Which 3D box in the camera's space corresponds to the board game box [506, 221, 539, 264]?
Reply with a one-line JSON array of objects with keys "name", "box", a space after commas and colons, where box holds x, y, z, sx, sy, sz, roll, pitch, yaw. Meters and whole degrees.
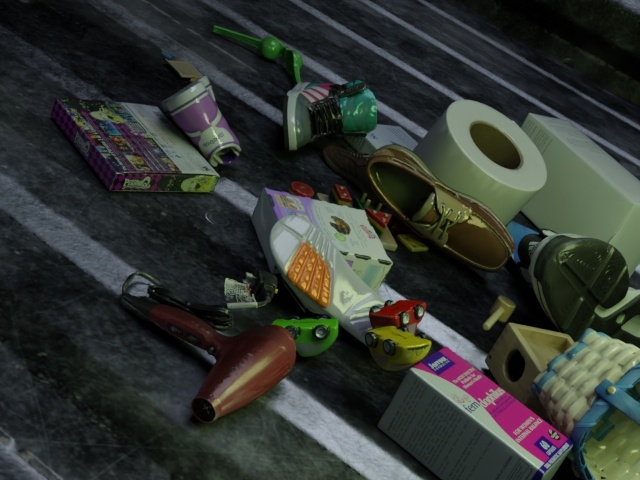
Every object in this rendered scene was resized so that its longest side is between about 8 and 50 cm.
[{"name": "board game box", "box": [0.425, 0.038, 2.057, 0.168, 0.033, 0.133, 21, 44, -24]}]

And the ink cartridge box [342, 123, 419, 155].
[{"name": "ink cartridge box", "box": [0.192, -0.178, 2.230, 0.224, 0.045, 0.223, 0, 37, -42]}]

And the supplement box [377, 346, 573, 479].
[{"name": "supplement box", "box": [0.205, 0.260, 1.377, 0.220, 0.114, 0.111, 36, 29, 21]}]

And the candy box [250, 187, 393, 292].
[{"name": "candy box", "box": [0.000, 0.000, 1.709, 0.196, 0.070, 0.165, 12, 29, -25]}]

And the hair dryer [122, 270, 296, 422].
[{"name": "hair dryer", "box": [-0.144, 0.140, 1.356, 0.223, 0.080, 0.293, -2, 30, -12]}]

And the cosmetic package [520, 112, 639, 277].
[{"name": "cosmetic package", "box": [0.563, -0.099, 2.257, 0.155, 0.197, 0.365, 4, 36, -39]}]

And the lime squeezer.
[{"name": "lime squeezer", "box": [-0.114, -0.427, 2.420, 0.110, 0.059, 0.310, -37, 64, -28]}]

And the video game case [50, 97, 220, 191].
[{"name": "video game case", "box": [-0.315, -0.162, 1.749, 0.210, 0.042, 0.232, -2, 38, -44]}]

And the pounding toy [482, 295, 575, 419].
[{"name": "pounding toy", "box": [0.312, 0.184, 1.628, 0.181, 0.094, 0.206, 13, 29, -27]}]

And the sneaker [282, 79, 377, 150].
[{"name": "sneaker", "box": [0.025, -0.252, 2.096, 0.178, 0.124, 0.295, 1, 24, 9]}]

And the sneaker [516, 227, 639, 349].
[{"name": "sneaker", "box": [0.416, 0.065, 1.829, 0.257, 0.169, 0.447, 34, 2, 38]}]

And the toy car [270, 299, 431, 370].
[{"name": "toy car", "box": [0.042, 0.137, 1.460, 0.224, 0.053, 0.239, -1, 11, 3]}]

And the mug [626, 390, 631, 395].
[{"name": "mug", "box": [0.494, 0.252, 1.666, 0.157, 0.097, 0.129, 6, 32, -37]}]

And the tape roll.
[{"name": "tape roll", "box": [0.306, -0.137, 2.063, 0.246, 0.169, 0.246, 23, 39, -20]}]

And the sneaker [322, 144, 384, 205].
[{"name": "sneaker", "box": [0.084, -0.149, 2.052, 0.066, 0.071, 0.188, -9, 43, -49]}]

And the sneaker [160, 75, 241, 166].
[{"name": "sneaker", "box": [-0.215, -0.210, 1.897, 0.161, 0.102, 0.282, 56, 4, -14]}]

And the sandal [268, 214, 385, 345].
[{"name": "sandal", "box": [0.010, 0.081, 1.574, 0.265, 0.076, 0.102, 47, 56, -5]}]

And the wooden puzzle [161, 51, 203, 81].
[{"name": "wooden puzzle", "box": [-0.285, -0.357, 2.165, 0.078, 0.014, 0.116, 7, 32, -42]}]

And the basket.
[{"name": "basket", "box": [0.448, 0.276, 1.420, 0.255, 0.201, 0.289, 50, -10, -35]}]

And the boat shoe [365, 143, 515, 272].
[{"name": "boat shoe", "box": [0.208, -0.051, 1.903, 0.324, 0.123, 0.120, 37, 20, 10]}]

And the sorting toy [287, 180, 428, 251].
[{"name": "sorting toy", "box": [0.079, -0.046, 1.890, 0.274, 0.046, 0.132, 14, 29, -25]}]
